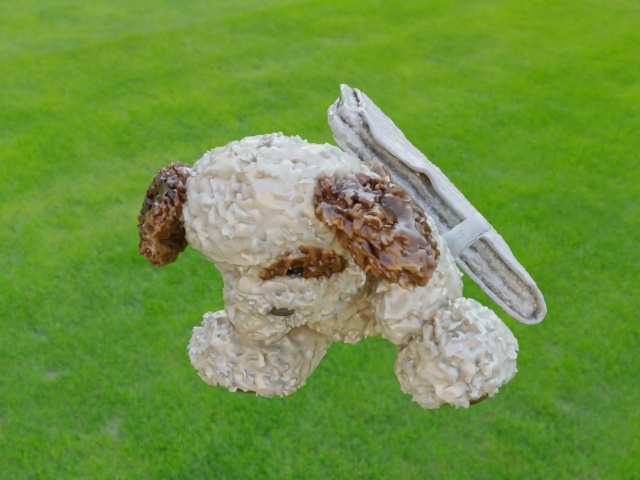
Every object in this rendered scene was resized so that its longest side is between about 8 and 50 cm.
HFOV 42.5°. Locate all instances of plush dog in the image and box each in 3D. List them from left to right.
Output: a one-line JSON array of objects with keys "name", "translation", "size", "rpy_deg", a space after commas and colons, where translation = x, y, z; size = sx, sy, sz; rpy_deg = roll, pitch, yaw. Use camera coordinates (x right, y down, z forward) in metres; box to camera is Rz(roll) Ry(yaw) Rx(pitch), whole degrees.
[{"name": "plush dog", "translation": [0.000, 0.000, 0.586], "size": [0.262, 0.225, 0.211], "rpy_deg": [0, 70, 26]}]

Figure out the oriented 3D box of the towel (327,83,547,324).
[{"name": "towel", "translation": [0.115, -0.046, 0.842], "size": [0.282, 0.049, 0.187], "rpy_deg": [44, 13, -12]}]
